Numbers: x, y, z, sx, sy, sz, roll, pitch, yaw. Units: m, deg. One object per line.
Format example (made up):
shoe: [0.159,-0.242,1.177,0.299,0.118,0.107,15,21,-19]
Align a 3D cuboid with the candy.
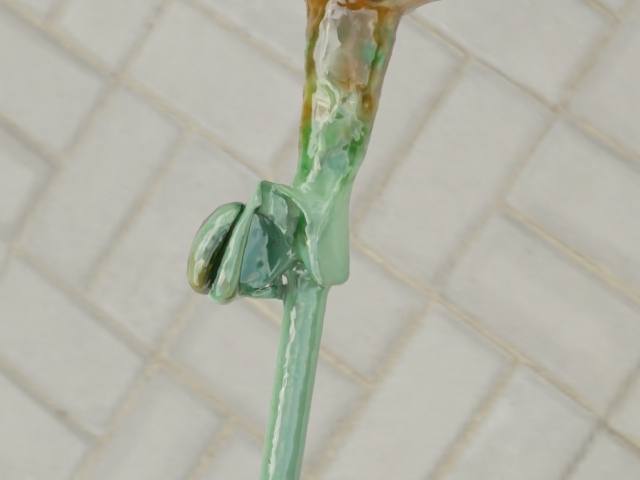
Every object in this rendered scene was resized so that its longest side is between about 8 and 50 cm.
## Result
candy: [-0.001,0.000,0.441,0.078,0.084,0.288,9,88,-4]
